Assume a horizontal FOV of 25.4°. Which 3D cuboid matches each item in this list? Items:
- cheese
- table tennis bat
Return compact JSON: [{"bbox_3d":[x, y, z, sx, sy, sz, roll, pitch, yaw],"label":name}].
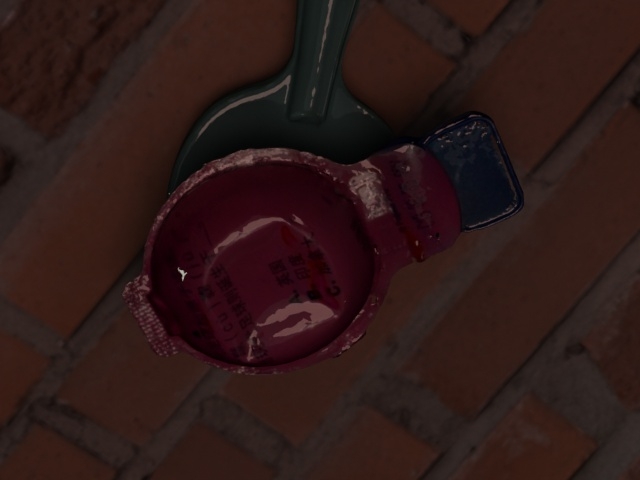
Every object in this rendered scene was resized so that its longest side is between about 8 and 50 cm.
[{"bbox_3d":[0.000,0.000,0.849,0.244,0.062,0.155,-25,118,4],"label":"cheese"},{"bbox_3d":[-0.013,-0.064,0.869,0.149,0.038,0.237,8,112,-9],"label":"table tennis bat"}]
